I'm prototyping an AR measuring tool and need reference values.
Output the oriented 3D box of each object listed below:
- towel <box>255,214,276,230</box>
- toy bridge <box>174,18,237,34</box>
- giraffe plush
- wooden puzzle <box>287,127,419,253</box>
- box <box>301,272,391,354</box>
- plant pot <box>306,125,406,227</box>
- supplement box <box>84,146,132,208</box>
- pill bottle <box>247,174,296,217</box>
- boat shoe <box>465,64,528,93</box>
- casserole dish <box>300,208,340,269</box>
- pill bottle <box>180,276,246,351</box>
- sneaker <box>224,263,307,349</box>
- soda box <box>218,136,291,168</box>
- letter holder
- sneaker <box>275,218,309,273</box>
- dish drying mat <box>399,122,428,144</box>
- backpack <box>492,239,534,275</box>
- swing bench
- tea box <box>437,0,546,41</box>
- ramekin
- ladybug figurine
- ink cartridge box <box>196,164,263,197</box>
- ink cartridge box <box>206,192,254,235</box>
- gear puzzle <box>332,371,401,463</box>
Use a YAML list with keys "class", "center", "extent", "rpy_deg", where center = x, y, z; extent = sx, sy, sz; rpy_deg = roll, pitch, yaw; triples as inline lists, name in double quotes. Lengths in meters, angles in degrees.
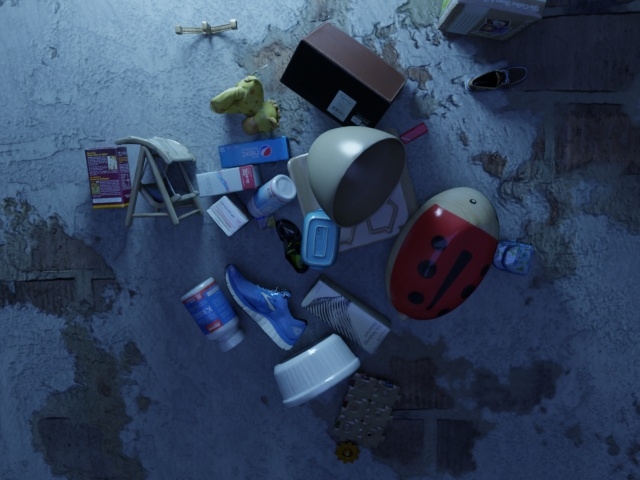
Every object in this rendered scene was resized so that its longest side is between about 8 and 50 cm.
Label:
- class: "towel"
  center: [-0.177, -0.075, 1.776]
  extent: [0.060, 0.009, 0.083]
  rpy_deg: [-13, 99, 7]
- class: "toy bridge"
  center: [-0.339, -0.631, 1.665]
  extent: [0.188, 0.063, 0.026]
  rpy_deg: [-4, 99, 3]
- class: "giraffe plush"
  center: [-0.198, -0.388, 1.651]
  extent: [0.210, 0.181, 0.170]
  rpy_deg: [-24, 110, 25]
- class: "wooden puzzle"
  center: [0.107, -0.143, 1.715]
  extent: [0.348, 0.080, 0.322]
  rpy_deg: [-17, 99, 2]
- class: "box"
  center: [0.082, 0.230, 1.767]
  extent: [0.275, 0.094, 0.113]
  rpy_deg: [34, 101, -1]
- class: "plant pot"
  center: [0.072, -0.204, 1.553]
  extent: [0.191, 0.284, 0.284]
  rpy_deg: [41, 102, 29]
- class: "supplement box"
  center: [-0.660, -0.197, 1.754]
  extent: [0.104, 0.081, 0.188]
  rpy_deg: [-3, 100, 5]
- class: "pill bottle"
  center: [-0.151, -0.128, 1.686]
  extent: [0.160, 0.087, 0.087]
  rpy_deg: [-28, 98, 44]
- class: "boat shoe"
  center: [0.519, -0.466, 1.629]
  extent: [0.183, 0.066, 0.066]
  rpy_deg: [-15, 99, 7]
- class: "casserole dish"
  center: [0.000, 0.000, 1.677]
  extent: [0.114, 0.037, 0.188]
  rpy_deg: [6, 98, -2]
- class: "pill bottle"
  center: [-0.335, 0.239, 1.784]
  extent: [0.124, 0.124, 0.221]
  rpy_deg: [-33, 96, 9]
- class: "sneaker"
  center: [-0.172, 0.187, 1.779]
  extent: [0.147, 0.130, 0.330]
  rpy_deg: [-45, 97, -4]
- class: "soda box"
  center: [-0.200, -0.270, 1.715]
  extent: [0.210, 0.067, 0.071]
  rpy_deg: [-7, 100, 6]
- class: "letter holder"
  center: [0.074, -0.472, 1.634]
  extent: [0.302, 0.214, 0.152]
  rpy_deg: [35, 132, -3]
- class: "sneaker"
  center: [-0.085, 0.018, 1.751]
  extent: [0.067, 0.078, 0.188]
  rpy_deg: [-22, 97, 7]
- class: "dish drying mat"
  center: [0.284, -0.325, 1.700]
  extent: [0.083, 0.008, 0.032]
  rpy_deg: [-29, 96, 9]
- class: "backpack"
  center: [0.582, 0.049, 1.705]
  extent: [0.114, 0.084, 0.105]
  rpy_deg: [13, 98, 5]
- class: "swing bench"
  center: [-0.469, -0.182, 1.656]
  extent: [0.165, 0.253, 0.254]
  rpy_deg: [-2, 100, 4]
- class: "tea box"
  center: [0.463, -0.721, 1.456]
  extent: [0.220, 0.329, 0.323]
  rpy_deg: [10, 100, 2]
- class: "ramekin"
  center: [-0.021, 0.393, 1.726]
  extent: [0.273, 0.273, 0.127]
  rpy_deg: [-31, 84, 9]
- class: "ladybug figurine"
  center: [0.369, 0.059, 1.653]
  extent: [0.305, 0.162, 0.449]
  rpy_deg: [25, 100, -19]
- class: "ink cartridge box"
  center: [-0.274, -0.182, 1.705]
  extent: [0.175, 0.127, 0.072]
  rpy_deg: [-9, 98, 5]
- class: "ink cartridge box"
  center: [-0.269, -0.081, 1.694]
  extent: [0.062, 0.181, 0.104]
  rpy_deg: [-39, 95, 9]
- class: "gear puzzle"
  center: [0.140, 0.597, 1.857]
  extent: [0.176, 0.044, 0.338]
  rpy_deg: [18, 103, -1]
